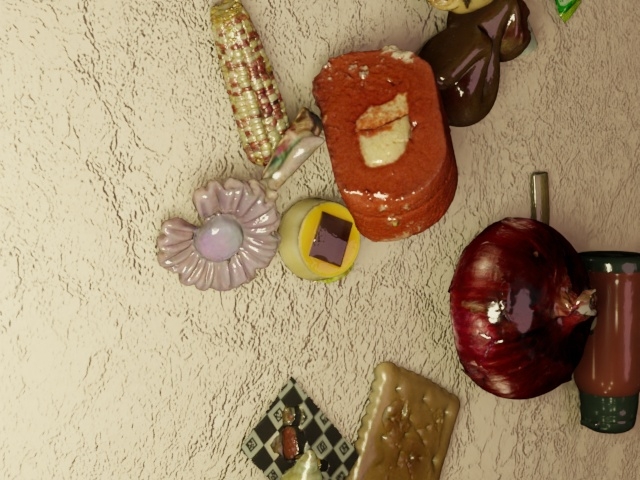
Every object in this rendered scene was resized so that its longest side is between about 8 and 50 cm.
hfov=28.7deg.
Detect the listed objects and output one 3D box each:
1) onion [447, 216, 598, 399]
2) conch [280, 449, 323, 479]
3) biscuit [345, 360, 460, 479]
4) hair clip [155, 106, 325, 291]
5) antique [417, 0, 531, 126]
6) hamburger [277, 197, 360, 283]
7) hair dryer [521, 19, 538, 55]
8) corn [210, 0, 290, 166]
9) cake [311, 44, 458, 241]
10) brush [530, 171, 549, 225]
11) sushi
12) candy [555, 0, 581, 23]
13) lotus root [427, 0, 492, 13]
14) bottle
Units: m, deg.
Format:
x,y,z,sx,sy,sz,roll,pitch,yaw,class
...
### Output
x,y,z,sx,sy,sz,roll,pitch,yaw,class
0.345,0.117,2.072,0.314,0.232,0.314,-4,95,-45,onion
-0.073,0.447,1.762,0.386,0.169,0.203,-60,171,28,conch
0.123,0.373,2.009,0.217,0.044,0.325,30,72,-39,biscuit
-0.090,-0.055,1.702,0.300,0.069,0.173,-51,128,-6,hair clip
0.258,-0.299,2.044,0.143,0.121,0.257,49,61,-36,antique
0.000,0.000,1.845,0.141,0.081,0.127,2,89,-31,hamburger
0.312,-0.338,2.149,0.137,0.047,0.082,-43,119,-25,hair dryer
-0.100,-0.218,1.742,0.079,0.079,0.237,-34,113,-37,corn
0.101,-0.146,1.804,0.151,0.176,0.283,61,14,-58,cake
0.410,-0.001,2.262,0.043,0.036,0.248,-10,100,-47,brush
-0.034,0.316,1.864,0.201,0.031,0.139,53,59,-28,sushi
0.438,-0.496,2.262,0.102,0.032,0.178,-42,121,-29,candy
0.242,-0.511,1.992,0.182,0.182,0.310,37,62,-38,lotus root
0.535,0.191,2.326,0.144,0.144,0.336,-5,98,-43,bottle
